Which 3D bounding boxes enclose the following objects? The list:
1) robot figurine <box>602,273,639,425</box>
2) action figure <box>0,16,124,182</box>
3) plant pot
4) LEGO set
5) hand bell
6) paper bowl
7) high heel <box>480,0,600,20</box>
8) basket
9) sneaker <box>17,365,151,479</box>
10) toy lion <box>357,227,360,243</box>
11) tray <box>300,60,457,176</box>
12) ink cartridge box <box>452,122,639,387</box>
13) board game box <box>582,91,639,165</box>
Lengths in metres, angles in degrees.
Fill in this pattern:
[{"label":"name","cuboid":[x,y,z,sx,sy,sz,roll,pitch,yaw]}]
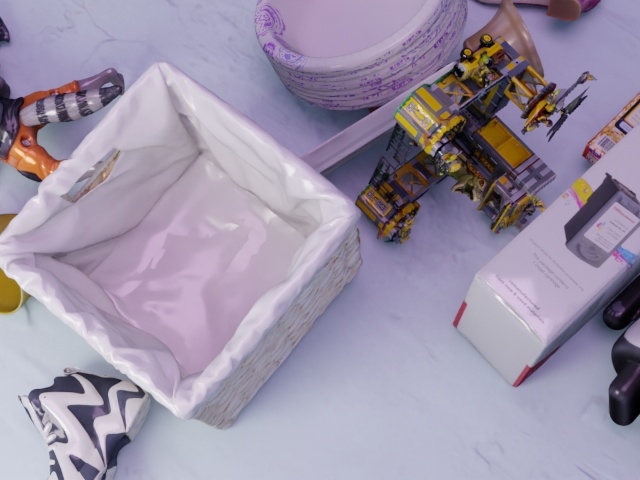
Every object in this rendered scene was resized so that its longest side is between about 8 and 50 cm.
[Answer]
[{"label":"robot figurine","cuboid":[0.485,0.137,1.822,0.278,0.173,0.209,-45,99,-16]},{"label":"action figure","cuboid":[-0.433,-0.199,1.939,0.330,0.178,0.341,1,69,-7]},{"label":"plant pot","cuboid":[-0.413,0.017,1.889,0.134,0.134,0.095,36,47,12]},{"label":"LEGO set","cuboid":[0.205,-0.092,1.847,0.255,0.331,0.192,-34,74,-34]},{"label":"hand bell","cuboid":[0.179,-0.233,2.009,0.242,0.126,0.126,-26,71,3]},{"label":"paper bowl","cuboid":[0.063,-0.296,1.961,0.284,0.148,0.284,-12,50,15]},{"label":"high heel","cuboid":[0.294,-0.394,2.086,0.244,0.082,0.117,21,38,22]},{"label":"basket","cuboid":[-0.164,0.018,1.788,0.331,0.266,0.328,38,82,13]},{"label":"sneaker","cuboid":[-0.333,0.261,1.804,0.153,0.094,0.235,25,71,10]},{"label":"toy lion","cuboid":[0.000,0.000,1.943,0.100,0.034,0.096,-40,82,-14]},{"label":"tray","cuboid":[0.075,-0.150,1.905,0.270,0.145,0.030,-32,88,8]},{"label":"ink cartridge box","cuboid":[0.329,0.024,1.832,0.306,0.226,0.131,-42,76,-16]},{"label":"board game box","cuboid":[0.479,-0.141,1.962,0.147,0.045,0.193,43,75,14]}]
